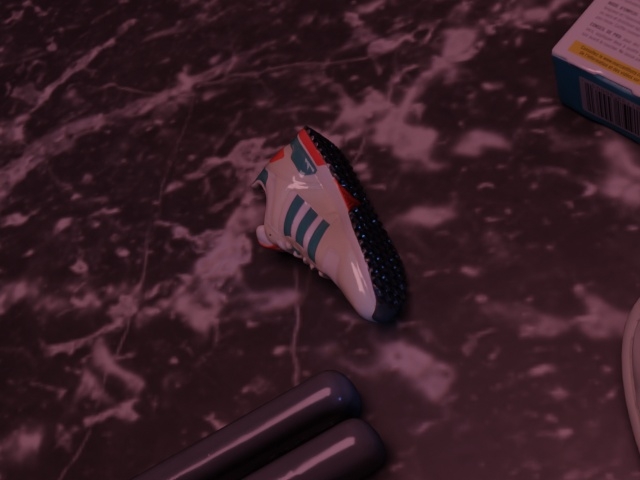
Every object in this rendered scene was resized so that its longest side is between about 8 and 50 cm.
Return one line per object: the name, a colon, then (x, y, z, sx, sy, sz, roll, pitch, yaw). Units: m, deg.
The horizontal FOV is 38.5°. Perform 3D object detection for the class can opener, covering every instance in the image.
can opener: (-0.097, 0.167, 0.554, 0.280, 0.093, 0.074, -27, 56, 0)

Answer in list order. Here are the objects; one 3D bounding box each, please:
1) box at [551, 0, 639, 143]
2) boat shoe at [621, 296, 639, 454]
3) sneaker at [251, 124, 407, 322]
box: (0.269, -0.175, 0.609, 0.100, 0.060, 0.244, 36, 80, 32)
boat shoe: (0.267, 0.144, 0.440, 0.099, 0.116, 0.319, -2, 42, -30)
sneaker: (0.000, 0.000, 0.630, 0.075, 0.057, 0.161, -36, 57, 19)
